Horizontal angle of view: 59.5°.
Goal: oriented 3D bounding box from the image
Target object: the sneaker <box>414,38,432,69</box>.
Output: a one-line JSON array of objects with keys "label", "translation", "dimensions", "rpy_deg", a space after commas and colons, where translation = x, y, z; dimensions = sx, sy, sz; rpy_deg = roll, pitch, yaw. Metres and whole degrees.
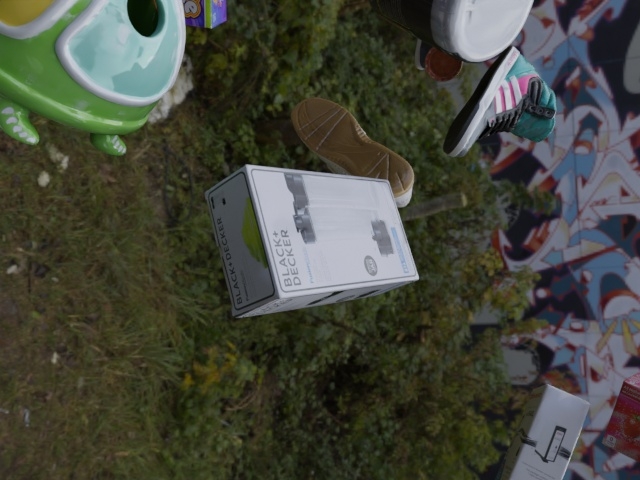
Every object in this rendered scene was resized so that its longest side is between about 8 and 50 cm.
[{"label": "sneaker", "translation": [0.332, -0.569, 1.494], "dimensions": [0.086, 0.163, 0.226], "rpy_deg": [-16, 116, -29]}]

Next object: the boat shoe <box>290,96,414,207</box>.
[{"label": "boat shoe", "translation": [0.051, -0.149, 0.996], "dimensions": [0.277, 0.098, 0.096], "rpy_deg": [46, -9, 25]}]

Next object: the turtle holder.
[{"label": "turtle holder", "translation": [-0.310, -0.269, 0.653], "dimensions": [0.320, 0.227, 0.243], "rpy_deg": [27, 27, -39]}]

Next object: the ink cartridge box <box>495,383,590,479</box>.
[{"label": "ink cartridge box", "translation": [0.418, 0.385, 1.062], "dimensions": [0.203, 0.086, 0.148], "rpy_deg": [-63, 163, -13]}]

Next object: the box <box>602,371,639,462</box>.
[{"label": "box", "translation": [0.638, 0.338, 0.943], "dimensions": [0.123, 0.257, 0.128], "rpy_deg": [3, 104, -47]}]

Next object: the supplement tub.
[{"label": "supplement tub", "translation": [0.221, -0.493, 1.071], "dimensions": [0.338, 0.207, 0.207], "rpy_deg": [50, -11, 41]}]

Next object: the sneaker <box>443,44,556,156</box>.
[{"label": "sneaker", "translation": [0.393, -0.252, 1.180], "dimensions": [0.295, 0.178, 0.124], "rpy_deg": [-55, -175, -17]}]

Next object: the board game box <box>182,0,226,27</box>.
[{"label": "board game box", "translation": [-0.263, -0.516, 0.832], "dimensions": [0.078, 0.233, 0.347], "rpy_deg": [-71, 168, -58]}]

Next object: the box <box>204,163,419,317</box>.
[{"label": "box", "translation": [0.000, 0.000, 0.759], "dimensions": [0.290, 0.087, 0.169], "rpy_deg": [0, 71, -47]}]

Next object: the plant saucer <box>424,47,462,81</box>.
[{"label": "plant saucer", "translation": [0.277, -0.401, 1.260], "dimensions": [0.013, 0.084, 0.083], "rpy_deg": [-43, 127, -60]}]
